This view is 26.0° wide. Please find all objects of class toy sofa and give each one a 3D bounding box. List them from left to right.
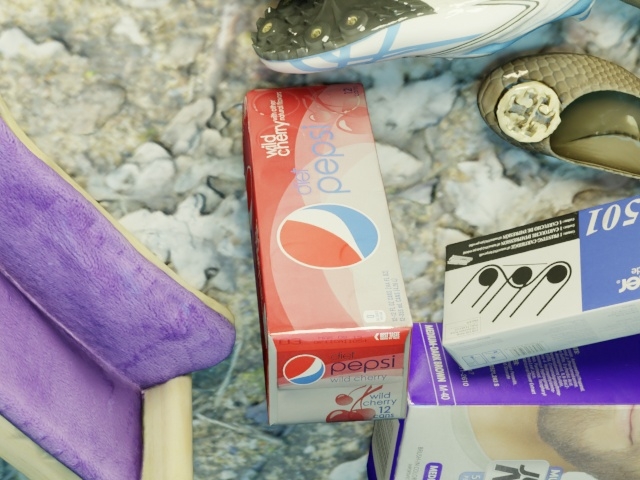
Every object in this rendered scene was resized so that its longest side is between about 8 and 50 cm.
[{"bbox_3d":[-0.221,0.057,1.027,0.177,0.150,0.362,-28,128,18],"label":"toy sofa"}]

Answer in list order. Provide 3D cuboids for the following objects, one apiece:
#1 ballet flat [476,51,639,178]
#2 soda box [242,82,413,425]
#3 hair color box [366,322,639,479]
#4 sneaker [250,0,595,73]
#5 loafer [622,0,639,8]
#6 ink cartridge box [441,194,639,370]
[{"bbox_3d":[0.233,-0.076,1.028,0.250,0.058,0.084,16,126,-19],"label":"ballet flat"},{"bbox_3d":[0.000,0.000,0.929,0.092,0.263,0.083,-3,130,-5],"label":"soda box"},{"bbox_3d":[0.221,0.171,1.208,0.339,0.110,0.185,0,129,-9],"label":"hair color box"},{"bbox_3d":[0.071,-0.149,0.933,0.237,0.085,0.086,-13,138,9],"label":"sneaker"},{"bbox_3d":[0.296,-0.174,0.946,0.251,0.094,0.087,20,150,-11],"label":"loafer"},{"bbox_3d":[0.195,0.028,1.053,0.207,0.097,0.046,-15,139,26],"label":"ink cartridge box"}]
